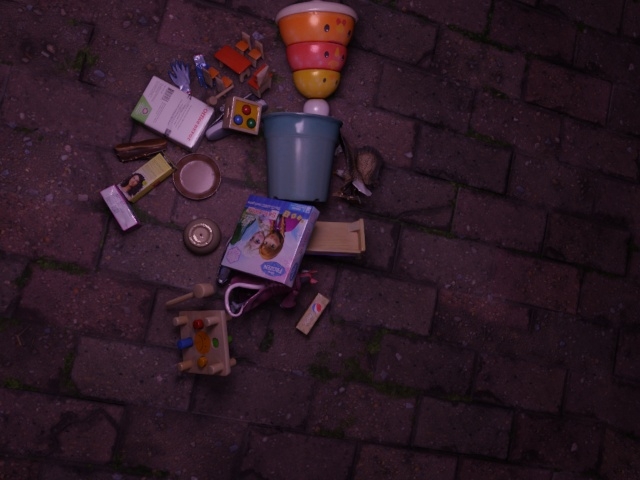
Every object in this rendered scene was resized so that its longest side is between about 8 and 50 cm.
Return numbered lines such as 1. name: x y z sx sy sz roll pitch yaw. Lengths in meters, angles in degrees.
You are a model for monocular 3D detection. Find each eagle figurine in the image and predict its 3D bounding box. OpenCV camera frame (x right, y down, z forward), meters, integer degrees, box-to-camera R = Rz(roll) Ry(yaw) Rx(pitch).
1. eagle figurine: 0.146 -0.316 1.909 0.225 0.226 0.298 17 88 9

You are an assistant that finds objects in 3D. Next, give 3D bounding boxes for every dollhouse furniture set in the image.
1. dollhouse furniture set: -0.328 -0.731 1.820 0.259 0.135 0.262 37 72 11

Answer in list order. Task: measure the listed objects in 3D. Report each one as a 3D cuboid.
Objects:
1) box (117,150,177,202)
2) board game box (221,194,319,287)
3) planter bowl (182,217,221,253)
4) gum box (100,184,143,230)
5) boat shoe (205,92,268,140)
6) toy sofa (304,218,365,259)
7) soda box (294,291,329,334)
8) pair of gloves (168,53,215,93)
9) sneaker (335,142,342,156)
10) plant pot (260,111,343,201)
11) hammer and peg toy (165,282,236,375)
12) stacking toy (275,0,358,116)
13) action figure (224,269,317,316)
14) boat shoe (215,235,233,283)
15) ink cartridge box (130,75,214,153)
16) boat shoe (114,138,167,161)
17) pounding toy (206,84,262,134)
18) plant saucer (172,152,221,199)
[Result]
1. box: -0.710 -0.261 1.788 0.232 0.058 0.087 -40 86 -4
2. board game box: -0.200 -0.007 1.710 0.319 0.066 0.318 12 75 29
3. planter bowl: -0.495 -0.021 1.809 0.162 0.109 0.162 1 86 -11
4. gum box: -0.805 -0.130 1.756 0.062 0.107 0.188 -31 93 -11
5. boat shoe: -0.375 -0.542 1.861 0.306 0.113 0.105 -38 88 -13
6. toy sofa: 0.000 0.000 1.849 0.362 0.177 0.150 2 67 -11
7. soda box: -0.038 0.319 1.903 0.061 0.058 0.181 36 81 -7
8. pair of gloves: -0.550 -0.718 1.882 0.198 0.023 0.159 -20 92 -10
9. sneaker: 0.089 -0.421 1.986 0.037 0.032 0.083 40 85 -21
10. plant pot: -0.087 -0.330 1.811 0.341 0.341 0.334 3 95 -11
11. hammer and peg toy: -0.473 0.351 1.735 0.266 0.127 0.361 -8 87 33
12. stacking toy: -0.010 -0.738 1.877 0.350 0.350 0.480 -4 103 -11
13. action figure: -0.194 0.165 1.787 0.370 0.276 0.248 -13 83 3
14. boat shoe: -0.386 0.081 1.840 0.080 0.076 0.228 25 83 -9
15. ink cartridge box: -0.606 -0.518 1.812 0.273 0.115 0.198 28 83 -8
16. boat shoe: -0.739 -0.375 1.808 0.207 0.073 0.073 -10 126 -8
17. pounding toy: -0.345 -0.536 1.746 0.206 0.094 0.181 5 97 -35
18. plant saucer: -0.525 -0.272 1.854 0.198 0.036 0.198 1 87 -11
